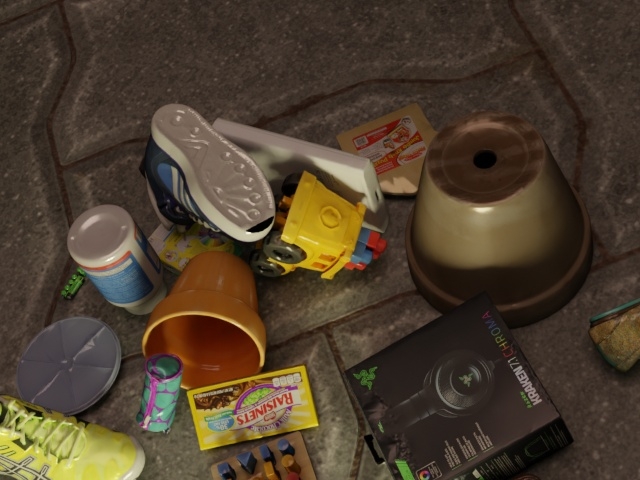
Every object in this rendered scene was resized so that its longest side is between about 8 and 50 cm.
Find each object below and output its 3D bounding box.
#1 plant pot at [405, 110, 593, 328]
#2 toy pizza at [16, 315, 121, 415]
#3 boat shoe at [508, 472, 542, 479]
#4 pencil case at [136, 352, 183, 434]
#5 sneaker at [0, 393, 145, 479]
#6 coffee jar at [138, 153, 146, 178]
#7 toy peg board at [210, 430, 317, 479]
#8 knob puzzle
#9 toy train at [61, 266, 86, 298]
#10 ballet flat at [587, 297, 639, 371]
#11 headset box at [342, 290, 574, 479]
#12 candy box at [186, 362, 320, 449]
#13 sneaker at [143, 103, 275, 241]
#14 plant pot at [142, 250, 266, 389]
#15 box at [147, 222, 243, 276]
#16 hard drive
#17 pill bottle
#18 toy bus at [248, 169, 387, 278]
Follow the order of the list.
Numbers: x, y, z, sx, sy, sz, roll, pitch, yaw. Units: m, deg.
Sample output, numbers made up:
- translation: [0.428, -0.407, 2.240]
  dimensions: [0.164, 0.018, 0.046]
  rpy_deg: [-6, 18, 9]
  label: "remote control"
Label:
- translation: [0.282, -0.058, 1.783]
  dimensions: [0.323, 0.280, 0.323]
  rpy_deg: [-7, 56, 11]
  label: "plant pot"
- translation: [-0.451, 0.229, 1.941]
  dimensions: [0.201, 0.032, 0.201]
  rpy_deg: [-7, 56, 11]
  label: "toy pizza"
- translation: [0.238, 0.436, 1.590]
  dimensions: [0.257, 0.095, 0.095]
  rpy_deg: [-41, 58, -12]
  label: "boat shoe"
- translation: [-0.270, 0.257, 1.805]
  dimensions: [0.064, 0.152, 0.070]
  rpy_deg: [26, 42, 12]
  label: "pencil case"
- translation: [-0.484, 0.342, 1.802]
  dimensions: [0.384, 0.147, 0.145]
  rpy_deg: [7, 59, 11]
  label: "sneaker"
- translation: [-0.258, -0.141, 2.096]
  dimensions: [0.184, 0.079, 0.096]
  rpy_deg: [17, 67, 23]
  label: "coffee jar"
- translation: [-0.089, 0.391, 1.715]
  dimensions: [0.161, 0.079, 0.161]
  rpy_deg: [-21, 56, 0]
  label: "toy peg board"
- translation: [0.142, -0.154, 2.029]
  dimensions: [0.213, 0.030, 0.213]
  rpy_deg: [-7, 56, 10]
  label: "knob puzzle"
- translation: [-0.463, 0.077, 2.050]
  dimensions: [0.023, 0.017, 0.083]
  rpy_deg: [23, 66, 14]
  label: "toy train"
- translation: [0.595, 0.102, 1.711]
  dimensions: [0.348, 0.123, 0.123]
  rpy_deg: [-27, 56, -4]
  label: "ballet flat"
- translation: [0.202, 0.262, 1.672]
  dimensions: [0.283, 0.131, 0.246]
  rpy_deg: [-30, 56, 6]
  label: "headset box"
- translation: [-0.112, 0.277, 1.794]
  dimensions: [0.205, 0.027, 0.105]
  rpy_deg: [-13, 94, 6]
  label: "candy box"
- translation: [-0.200, -0.067, 1.912]
  dimensions: [0.130, 0.236, 0.323]
  rpy_deg: [-28, 63, -28]
  label: "sneaker"
- translation: [-0.187, 0.126, 1.851]
  dimensions: [0.205, 0.205, 0.188]
  rpy_deg: [-5, 42, 11]
  label: "plant pot"
- translation: [-0.235, 0.021, 2.010]
  dimensions: [0.179, 0.043, 0.105]
  rpy_deg: [27, 68, 30]
  label: "box"
- translation: [-0.035, -0.117, 1.947]
  dimensions: [0.307, 0.203, 0.040]
  rpy_deg: [18, 65, 24]
  label: "hard drive"
- translation: [-0.353, 0.043, 1.918]
  dimensions: [0.124, 0.221, 0.124]
  rpy_deg: [-7, 56, 10]
  label: "pill bottle"
- translation: [0.000, 0.000, 1.898]
  dimensions: [0.211, 0.220, 0.150]
  rpy_deg: [22, 65, -12]
  label: "toy bus"
